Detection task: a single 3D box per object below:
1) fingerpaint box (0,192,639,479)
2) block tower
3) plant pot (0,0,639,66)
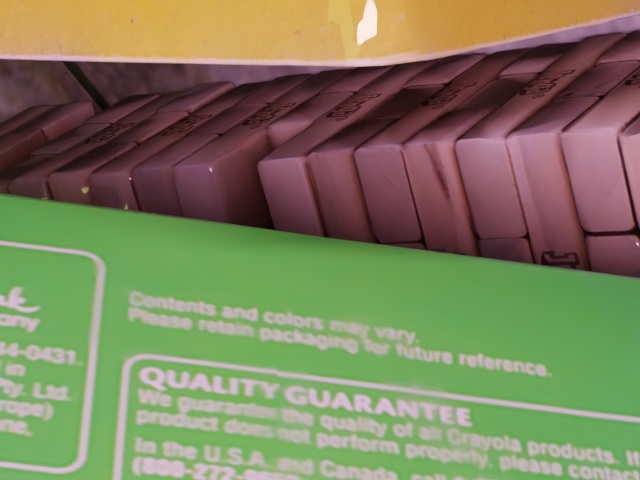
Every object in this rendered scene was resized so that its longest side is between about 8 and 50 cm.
[{"bbox_3d":[-0.052,0.179,0.472,0.445,0.163,0.371,7,128,-7],"label":"fingerpaint box"},{"bbox_3d":[0.000,0.000,0.628,0.335,0.091,0.097,-2,113,35],"label":"block tower"},{"bbox_3d":[-0.021,-0.150,0.502,0.212,0.212,0.187,4,103,34],"label":"plant pot"}]
